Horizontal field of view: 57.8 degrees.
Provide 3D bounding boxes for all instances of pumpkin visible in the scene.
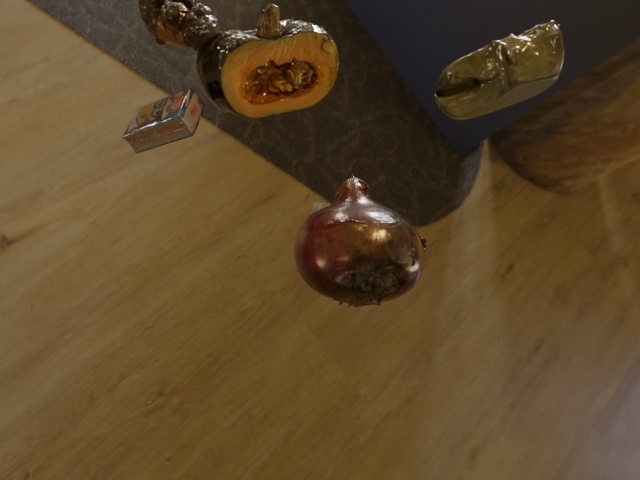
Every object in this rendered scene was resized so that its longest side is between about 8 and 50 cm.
[{"bbox_3d":[-0.114,-0.402,1.286,0.317,0.221,0.139,-13,38,-18],"label":"pumpkin"}]

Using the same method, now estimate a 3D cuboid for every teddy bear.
[{"bbox_3d":[-0.319,-0.512,1.368,0.190,0.140,0.177,25,21,10],"label":"teddy bear"}]

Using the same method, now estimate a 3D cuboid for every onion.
[{"bbox_3d":[0.106,0.034,1.533,0.354,0.354,0.353,8,70,-23],"label":"onion"}]

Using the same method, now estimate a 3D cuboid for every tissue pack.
[{"bbox_3d":[-0.339,-0.260,1.258,0.115,0.155,0.065,-84,151,-43],"label":"tissue pack"}]

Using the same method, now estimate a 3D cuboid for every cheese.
[{"bbox_3d":[0.274,-0.255,0.913,0.203,0.175,0.091,-22,88,3],"label":"cheese"}]

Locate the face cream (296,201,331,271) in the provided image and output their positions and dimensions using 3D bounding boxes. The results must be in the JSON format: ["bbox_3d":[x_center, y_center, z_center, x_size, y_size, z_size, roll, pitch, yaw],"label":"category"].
[{"bbox_3d":[0.000,0.000,1.724,0.096,0.096,0.214,16,88,-20],"label":"face cream"}]
